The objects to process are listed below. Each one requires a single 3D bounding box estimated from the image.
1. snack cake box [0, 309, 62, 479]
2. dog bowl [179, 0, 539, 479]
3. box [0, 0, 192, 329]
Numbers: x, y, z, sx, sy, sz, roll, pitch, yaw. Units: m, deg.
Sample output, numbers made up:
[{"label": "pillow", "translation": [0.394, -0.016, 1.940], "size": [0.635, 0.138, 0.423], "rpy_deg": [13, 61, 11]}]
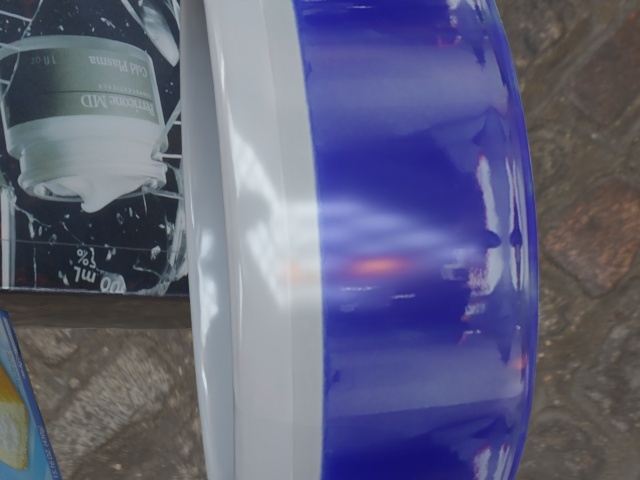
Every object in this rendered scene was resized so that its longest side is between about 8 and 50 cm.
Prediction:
[{"label": "snack cake box", "translation": [-0.202, 0.154, 0.588], "size": [0.089, 0.152, 0.264], "rpy_deg": [-28, 69, 9]}, {"label": "dog bowl", "translation": [0.000, 0.000, 0.489], "size": [0.104, 0.265, 0.264], "rpy_deg": [-3, 79, -9]}, {"label": "box", "translation": [-0.254, -0.144, 1.298], "size": [0.480, 0.297, 0.471], "rpy_deg": [4, 78, -42]}]
